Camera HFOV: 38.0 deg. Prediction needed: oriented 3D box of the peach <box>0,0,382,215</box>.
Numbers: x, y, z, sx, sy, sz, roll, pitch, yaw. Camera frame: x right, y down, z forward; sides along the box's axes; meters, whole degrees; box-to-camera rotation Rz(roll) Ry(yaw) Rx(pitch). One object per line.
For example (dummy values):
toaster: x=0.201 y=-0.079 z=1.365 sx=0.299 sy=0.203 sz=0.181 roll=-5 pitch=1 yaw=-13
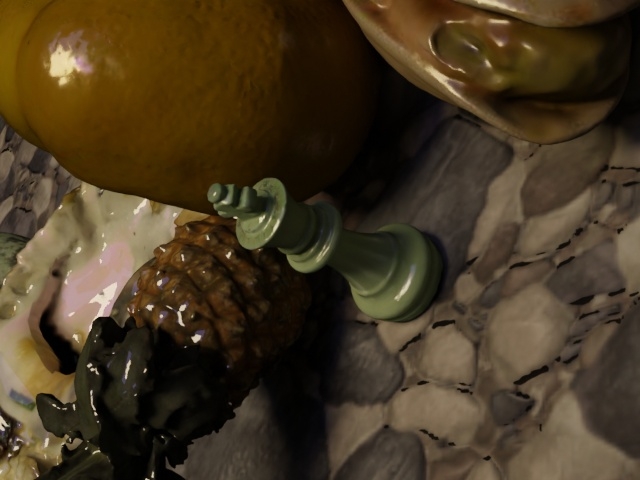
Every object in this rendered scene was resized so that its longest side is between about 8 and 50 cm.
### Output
peach: x=-0.086 y=-0.107 z=0.587 sx=0.251 sy=0.251 sz=0.153 roll=28 pitch=109 yaw=52

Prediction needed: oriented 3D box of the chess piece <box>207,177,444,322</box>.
chess piece: x=0.000 y=0.000 z=0.505 sx=0.059 sy=0.149 sz=0.059 roll=-23 pitch=56 yaw=39

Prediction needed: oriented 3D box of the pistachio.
pistachio: x=0.089 y=-0.140 z=0.493 sx=0.144 sy=0.144 sz=0.215 roll=-50 pitch=44 yaw=19

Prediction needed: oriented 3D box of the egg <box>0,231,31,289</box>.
egg: x=-0.300 y=0.056 z=0.842 sx=0.172 sy=0.132 sz=0.132 roll=-25 pitch=53 yaw=34

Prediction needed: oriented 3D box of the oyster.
oyster: x=-0.170 y=0.053 z=0.733 sx=0.201 sy=0.107 sz=0.355 roll=34 pitch=86 yaw=32

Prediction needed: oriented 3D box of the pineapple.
pineapple: x=-0.089 y=0.088 z=0.527 sx=0.237 sy=0.119 sz=0.111 roll=-56 pitch=-7 yaw=-43
